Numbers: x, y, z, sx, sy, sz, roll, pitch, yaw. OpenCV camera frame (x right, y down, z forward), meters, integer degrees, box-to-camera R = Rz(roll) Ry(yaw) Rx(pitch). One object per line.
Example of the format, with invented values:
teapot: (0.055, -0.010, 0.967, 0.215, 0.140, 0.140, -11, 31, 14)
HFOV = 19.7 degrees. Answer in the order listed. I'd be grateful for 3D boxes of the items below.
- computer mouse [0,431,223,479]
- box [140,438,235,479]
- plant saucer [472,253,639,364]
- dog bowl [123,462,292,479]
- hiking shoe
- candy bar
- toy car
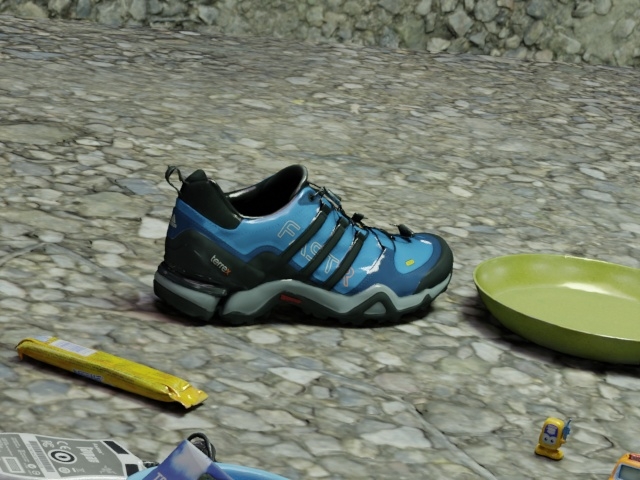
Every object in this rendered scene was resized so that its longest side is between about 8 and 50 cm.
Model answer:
computer mouse: (-0.144, 0.159, 1.206, 0.193, 0.042, 0.106, 7, 20, -28)
box: (-0.101, 0.192, 0.930, 0.178, 0.042, 0.109, -42, 37, -14)
plant saucer: (0.259, 0.067, 1.731, 0.241, 0.037, 0.241, 8, 17, -3)
dog bowl: (-0.033, 0.211, 1.028, 0.166, 0.074, 0.297, 1, 19, -25)
hiking shoe: (0.000, 0.000, 1.651, 0.304, 0.132, 0.113, -2, 20, -33)
candy bar: (-0.164, 0.101, 1.428, 0.161, 0.018, 0.040, 15, 14, 22)
toy car: (0.201, 0.164, 1.367, 0.122, 0.040, 0.060, 22, 21, 36)
